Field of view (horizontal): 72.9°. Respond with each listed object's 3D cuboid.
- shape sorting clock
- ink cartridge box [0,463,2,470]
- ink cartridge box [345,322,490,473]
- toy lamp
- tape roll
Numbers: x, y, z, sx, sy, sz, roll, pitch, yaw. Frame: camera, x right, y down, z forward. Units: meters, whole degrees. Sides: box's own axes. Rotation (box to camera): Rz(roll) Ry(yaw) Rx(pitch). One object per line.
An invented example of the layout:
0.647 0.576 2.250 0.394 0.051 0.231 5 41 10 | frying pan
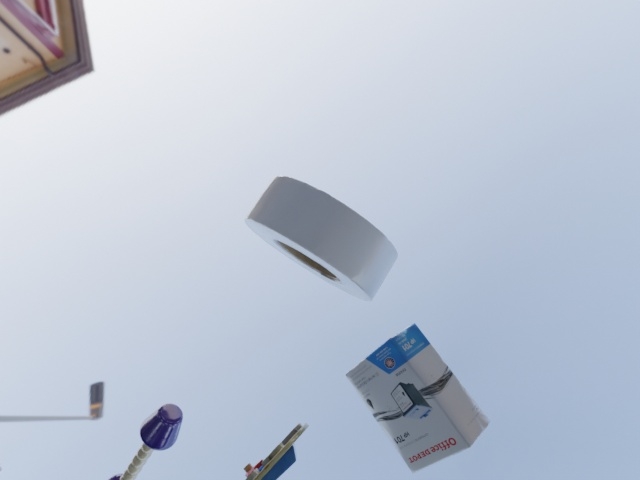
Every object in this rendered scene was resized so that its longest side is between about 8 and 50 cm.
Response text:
-0.093 0.337 0.615 0.206 0.206 0.040 -41 -106 -5 | shape sorting clock
-0.536 0.266 0.449 0.273 0.198 0.114 -41 -144 -26 | ink cartridge box
0.153 0.257 0.712 0.191 0.082 0.140 54 -50 19 | ink cartridge box
-0.361 0.437 0.886 0.080 0.080 0.275 47 -65 25 | toy lamp
0.000 0.000 0.819 0.286 0.286 0.100 28 -100 22 | tape roll
